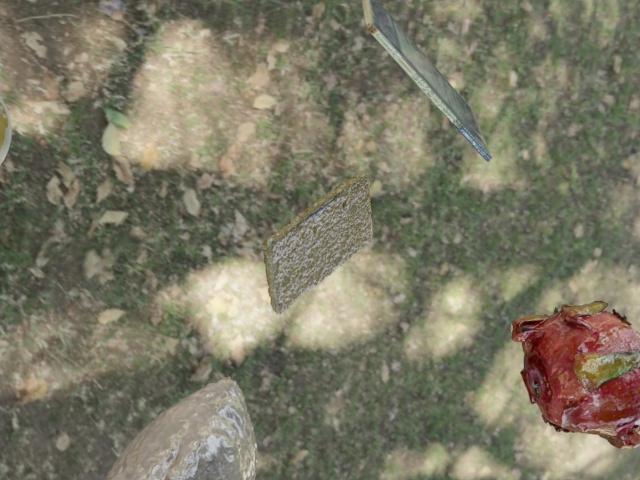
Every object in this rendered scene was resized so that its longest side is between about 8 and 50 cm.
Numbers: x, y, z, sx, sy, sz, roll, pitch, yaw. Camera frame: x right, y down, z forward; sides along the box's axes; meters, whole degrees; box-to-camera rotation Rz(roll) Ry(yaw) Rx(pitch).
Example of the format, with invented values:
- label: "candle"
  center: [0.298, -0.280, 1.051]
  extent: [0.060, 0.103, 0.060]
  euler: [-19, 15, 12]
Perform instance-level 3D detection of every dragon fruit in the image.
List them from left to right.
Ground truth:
- label: "dragon fruit"
  center: [0.191, 0.105, 0.656]
  extent: [0.068, 0.126, 0.112]
  euler: [-18, 137, -28]

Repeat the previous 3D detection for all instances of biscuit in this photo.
- label: "biscuit"
  center: [0.000, 0.000, 1.277]
  extent: [0.231, 0.025, 0.131]
  euler: [-36, 135, -39]

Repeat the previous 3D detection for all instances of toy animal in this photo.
- label: "toy animal"
  center: [-0.190, 0.349, 1.152]
  extent: [0.226, 0.188, 0.358]
  euler: [84, 30, -60]

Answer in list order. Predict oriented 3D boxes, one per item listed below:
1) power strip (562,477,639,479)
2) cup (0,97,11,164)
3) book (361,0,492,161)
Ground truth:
- label: "power strip"
  center: [0.208, 0.234, 0.317]
  extent: [0.357, 0.357, 0.161]
  euler: [-24, 149, -28]
- label: "cup"
  center: [-0.541, -0.182, 1.188]
  extent: [0.185, 0.226, 0.241]
  euler: [-31, 101, -11]
- label: "book"
  center: [0.181, -0.290, 1.522]
  extent: [0.018, 0.228, 0.322]
  euler: [-38, 112, 20]
